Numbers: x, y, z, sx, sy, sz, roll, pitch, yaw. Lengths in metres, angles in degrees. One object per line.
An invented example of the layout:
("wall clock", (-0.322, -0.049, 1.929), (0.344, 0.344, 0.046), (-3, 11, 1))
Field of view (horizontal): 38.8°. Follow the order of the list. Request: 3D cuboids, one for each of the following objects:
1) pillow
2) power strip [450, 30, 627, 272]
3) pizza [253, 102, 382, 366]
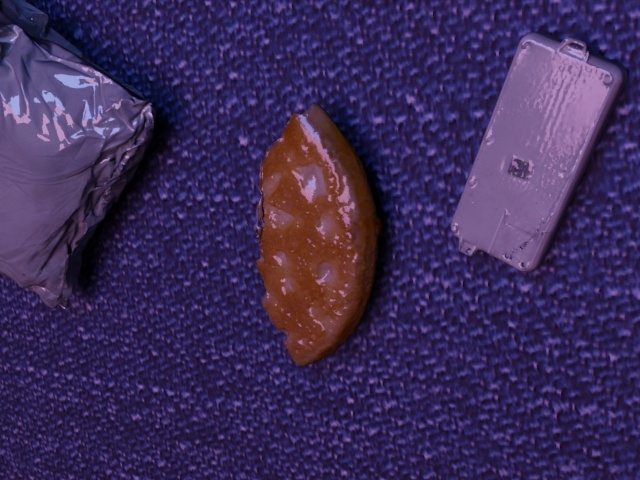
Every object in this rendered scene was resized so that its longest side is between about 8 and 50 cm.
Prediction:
("pillow", (-0.317, -0.103, 0.939), (0.283, 0.138, 0.310), (42, 126, 4))
("power strip", (0.163, -0.065, 0.701), (0.081, 0.035, 0.192), (29, 119, 21))
("pizza", (0.000, -0.001, 0.813), (0.127, 0.058, 0.246), (2, 108, 31))
